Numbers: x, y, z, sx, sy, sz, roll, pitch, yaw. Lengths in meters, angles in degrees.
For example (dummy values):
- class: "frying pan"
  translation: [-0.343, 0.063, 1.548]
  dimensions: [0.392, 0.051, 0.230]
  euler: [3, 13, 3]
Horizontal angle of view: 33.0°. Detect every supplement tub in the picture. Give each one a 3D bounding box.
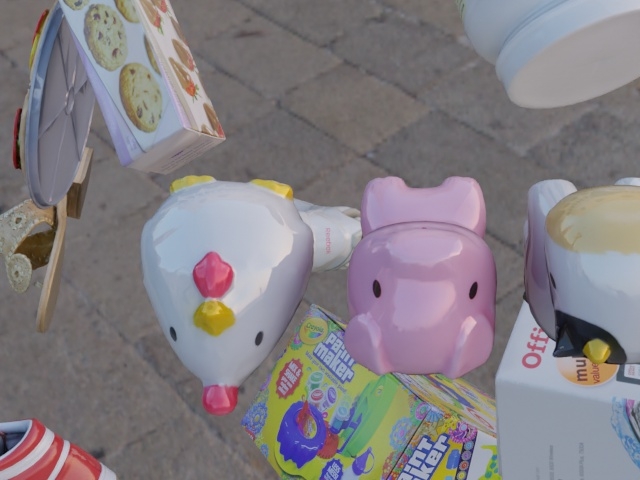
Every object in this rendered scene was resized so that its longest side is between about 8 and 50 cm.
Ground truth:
- class: "supplement tub"
  translation: [0.245, -0.333, 1.179]
  dimensions: [0.236, 0.235, 0.324]
  euler: [-15, 72, -7]

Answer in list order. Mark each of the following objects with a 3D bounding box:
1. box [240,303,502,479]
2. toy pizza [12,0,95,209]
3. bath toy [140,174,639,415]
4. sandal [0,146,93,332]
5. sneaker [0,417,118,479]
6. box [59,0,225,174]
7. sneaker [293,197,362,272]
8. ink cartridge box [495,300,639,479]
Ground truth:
- class: "box"
  translation: [0.108, 0.243, 1.216]
  dimensions: [0.177, 0.279, 0.290]
  euler: [-59, 29, 3]
- class: "toy pizza"
  translation: [-0.238, -0.128, 0.961]
  dimensions: [0.032, 0.201, 0.201]
  euler: [10, 41, 0]
- class: "bath toy"
  translation: [0.072, 0.028, 0.567]
  dimensions: [0.348, 0.151, 0.129]
  euler: [-1, 67, 7]
- class: "sandal"
  translation: [-0.286, -0.009, 1.063]
  dimensions: [0.079, 0.088, 0.240]
  euler: [11, 45, -8]
- class: "sneaker"
  translation: [-0.162, 0.133, 0.513]
  dimensions: [0.118, 0.067, 0.042]
  euler: [-41, 26, 1]
- class: "box"
  translation: [-0.170, -0.207, 0.849]
  dimensions: [0.067, 0.063, 0.324]
  euler: [-27, 76, 21]
- class: "sneaker"
  translation: [0.000, 0.000, 1.167]
  dimensions: [0.115, 0.090, 0.232]
  euler: [-1, 8, -7]
- class: "ink cartridge box"
  translation: [0.269, 0.125, 0.835]
  dimensions: [0.233, 0.168, 0.171]
  euler: [9, 43, 23]
